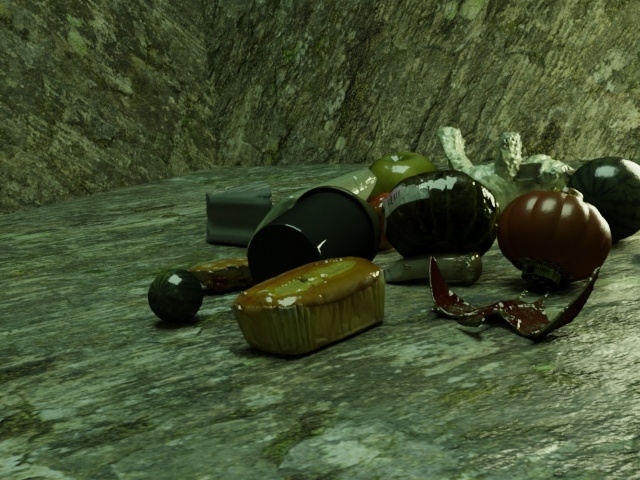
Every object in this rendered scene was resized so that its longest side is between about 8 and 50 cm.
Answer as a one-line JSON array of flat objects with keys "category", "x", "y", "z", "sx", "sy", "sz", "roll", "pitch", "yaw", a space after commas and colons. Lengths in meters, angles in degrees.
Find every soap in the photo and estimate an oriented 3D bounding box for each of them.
[{"category": "soap", "x": -0.156, "y": -0.078, "z": 2.310, "sx": 0.302, "sy": 0.159, "sz": 0.257, "roll": 8, "pitch": 14, "yaw": 41}]

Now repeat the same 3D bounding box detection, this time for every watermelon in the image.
[{"category": "watermelon", "x": -0.272, "y": 0.107, "z": 1.568, "sx": 0.105, "sy": 0.105, "sz": 0.133, "roll": 3, "pitch": 0, "yaw": 31}, {"category": "watermelon", "x": 0.695, "y": -0.101, "z": 1.943, "sx": 0.212, "sy": 0.212, "sz": 0.212, "roll": -4, "pitch": 11, "yaw": 1}]

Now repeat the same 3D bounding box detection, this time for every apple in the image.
[{"category": "apple", "x": 0.163, "y": -0.048, "z": 2.045, "sx": 0.146, "sy": 0.147, "sz": 0.146, "roll": -4, "pitch": 11, "yaw": 1}, {"category": "apple", "x": 0.253, "y": -0.161, "z": 2.447, "sx": 0.260, "sy": 0.194, "sz": 0.261, "roll": -6, "pitch": 18, "yaw": 2}]

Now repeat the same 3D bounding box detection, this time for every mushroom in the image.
[{"category": "mushroom", "x": 0.237, "y": 0.059, "z": 1.699, "sx": 0.209, "sy": 0.071, "sz": 0.084, "roll": -4, "pitch": 6, "yaw": 21}]

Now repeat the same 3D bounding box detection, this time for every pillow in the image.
[{"category": "pillow", "x": -0.022, "y": -0.060, "z": 1.999, "sx": 0.322, "sy": 0.120, "sz": 0.255, "roll": -23, "pitch": -18, "yaw": -43}]

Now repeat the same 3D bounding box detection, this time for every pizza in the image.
[{"category": "pizza", "x": -0.185, "y": 0.074, "z": 1.799, "sx": 0.246, "sy": 0.058, "sz": 0.127, "roll": -11, "pitch": 12, "yaw": -35}]

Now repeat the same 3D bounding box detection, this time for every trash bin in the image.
[{"category": "trash bin", "x": 0.000, "y": 0.000, "z": 1.722, "sx": 0.214, "sy": 0.214, "sz": 0.334, "roll": 2, "pitch": 18, "yaw": 30}]

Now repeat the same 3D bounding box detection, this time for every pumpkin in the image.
[{"category": "pumpkin", "x": 0.263, "y": -0.054, "z": 1.749, "sx": 0.260, "sy": 0.189, "sz": 0.260, "roll": 4, "pitch": -28, "yaw": 2}]

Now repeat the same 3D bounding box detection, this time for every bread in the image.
[{"category": "bread", "x": -0.012, "y": 0.110, "z": 1.414, "sx": 0.152, "sy": 0.119, "sz": 0.288, "roll": 1, "pitch": 12, "yaw": 43}]

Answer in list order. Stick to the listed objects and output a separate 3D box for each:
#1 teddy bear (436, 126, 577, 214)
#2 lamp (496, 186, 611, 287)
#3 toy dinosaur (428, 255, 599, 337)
[{"category": "teddy bear", "x": 0.568, "y": -0.203, "z": 2.294, "sx": 0.362, "sy": 0.327, "sz": 0.375, "roll": -23, "pitch": 48, "yaw": 8}, {"category": "lamp", "x": 0.460, "y": -0.007, "z": 1.601, "sx": 0.223, "sy": 0.197, "sz": 0.223, "roll": 21, "pitch": -15, "yaw": 6}, {"category": "toy dinosaur", "x": 0.311, "y": 0.087, "z": 1.412, "sx": 0.206, "sy": 0.113, "sz": 0.327, "roll": -7, "pitch": 10, "yaw": -12}]
